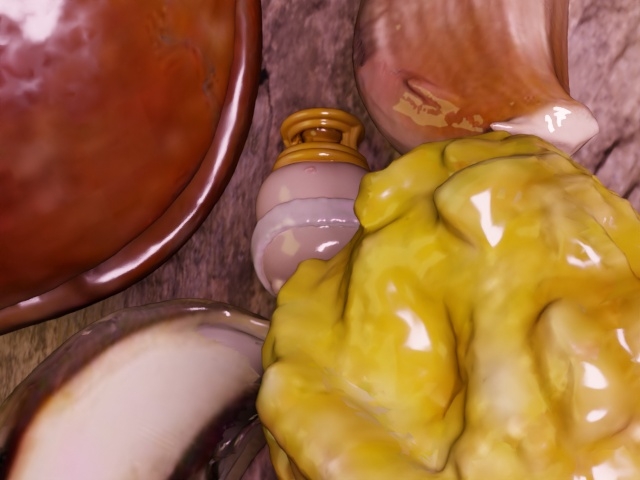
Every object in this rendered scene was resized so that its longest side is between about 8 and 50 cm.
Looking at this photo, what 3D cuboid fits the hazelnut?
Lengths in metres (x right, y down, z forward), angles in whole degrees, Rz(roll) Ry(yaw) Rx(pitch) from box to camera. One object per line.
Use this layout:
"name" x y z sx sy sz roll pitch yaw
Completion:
"hazelnut" -0.250 -0.134 0.926 0.402 0.429 0.402 178 90 -89

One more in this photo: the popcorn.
"popcorn" 0.069 0.059 0.601 0.197 0.155 0.197 -26 45 30

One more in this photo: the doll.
"doll" 0.000 0.000 0.807 0.084 0.073 0.127 93 179 -65

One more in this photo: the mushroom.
"mushroom" -0.107 0.169 0.795 0.164 0.190 0.267 142 131 -64

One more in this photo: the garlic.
"garlic" 0.084 -0.115 0.704 0.128 0.090 0.198 -13 52 47
